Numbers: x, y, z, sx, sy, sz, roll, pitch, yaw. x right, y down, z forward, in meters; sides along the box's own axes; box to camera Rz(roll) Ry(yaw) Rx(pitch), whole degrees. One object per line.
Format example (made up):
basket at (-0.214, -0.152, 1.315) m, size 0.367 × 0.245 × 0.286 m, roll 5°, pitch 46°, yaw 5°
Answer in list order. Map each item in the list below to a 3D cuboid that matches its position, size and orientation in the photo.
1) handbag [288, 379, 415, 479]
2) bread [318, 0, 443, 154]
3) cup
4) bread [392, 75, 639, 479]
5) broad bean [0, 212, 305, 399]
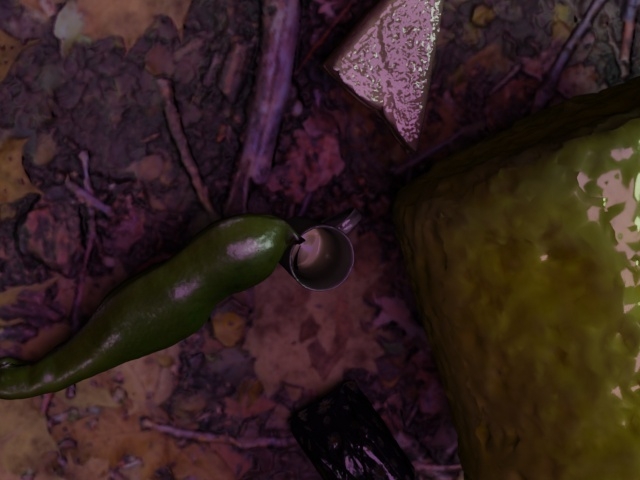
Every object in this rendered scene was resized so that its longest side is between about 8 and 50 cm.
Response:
handbag at (0.034, 0.195, 1.622) m, size 0.072 × 0.139 × 0.115 m, roll -32°, pitch 107°, yaw 2°
bread at (0.081, -0.163, 1.598) m, size 0.105 × 0.077 × 0.152 m, roll 40°, pitch 92°, yaw -13°
cup at (-0.005, -0.001, 1.604) m, size 0.054 × 0.083 × 0.075 m, roll 19°, pitch 94°, yaw -17°
bread at (0.232, 0.038, 1.547) m, size 0.348 × 0.348 × 0.308 m, roll -28°, pitch 100°, yaw -7°
broad bean at (-0.159, 0.056, 1.562) m, size 0.318 × 0.056 × 0.098 m, roll -20°, pitch 123°, yaw 4°
